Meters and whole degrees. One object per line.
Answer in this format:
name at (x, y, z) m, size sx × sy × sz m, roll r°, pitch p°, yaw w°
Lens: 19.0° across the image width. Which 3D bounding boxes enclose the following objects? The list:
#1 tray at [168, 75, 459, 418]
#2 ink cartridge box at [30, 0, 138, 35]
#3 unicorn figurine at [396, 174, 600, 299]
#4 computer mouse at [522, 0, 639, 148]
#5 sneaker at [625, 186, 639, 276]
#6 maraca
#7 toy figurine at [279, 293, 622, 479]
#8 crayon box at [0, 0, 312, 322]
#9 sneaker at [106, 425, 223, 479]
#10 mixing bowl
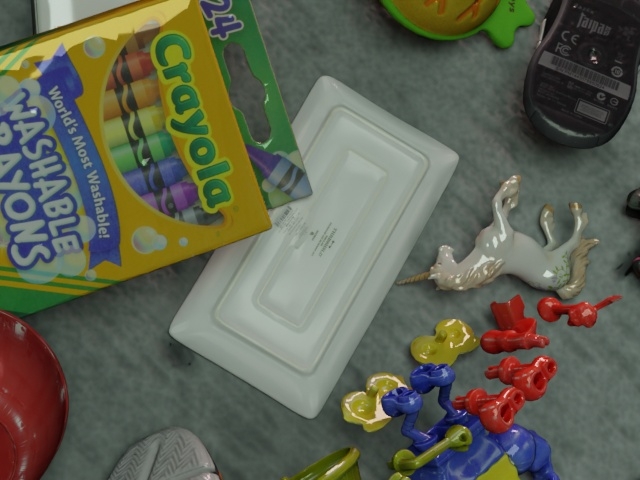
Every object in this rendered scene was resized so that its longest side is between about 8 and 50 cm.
tray at (0.000, 0.000, 1.613) m, size 0.145 × 0.030 × 0.270 m, roll 31°, pitch 73°, yaw -3°
ink cartridge box at (-0.181, -0.228, 1.604) m, size 0.127 × 0.072 × 0.175 m, roll -2°, pitch 78°, yaw -12°
unicorn figurine at (0.161, 0.006, 1.628) m, size 0.162 × 0.060 × 0.111 m, roll 19°, pitch 74°, yaw -7°
computer mouse at (0.278, -0.170, 1.696) m, size 0.184 × 0.060 × 0.262 m, roll 18°, pitch 63°, yaw -3°
sneaker at (0.311, 0.029, 1.660) m, size 0.077 × 0.072 × 0.178 m, roll -13°, pitch 72°, yaw -2°
maraca at (0.117, -0.232, 1.658) m, size 0.186 × 0.099 × 0.127 m, roll 12°, pitch 85°, yaw -34°
toy figurine at (0.119, 0.215, 1.499) m, size 0.362 × 0.191 × 0.217 m, roll -36°, pitch 108°, yaw -41°
crayon box at (-0.177, -0.071, 1.518) m, size 0.323 × 0.083 × 0.203 m, roll -20°, pitch 102°, yaw -10°
sneaker at (-0.080, 0.308, 1.487) m, size 0.125 × 0.180 × 0.321 m, roll -26°, pitch 49°, yaw 18°
mixing bowl at (-0.275, 0.146, 1.448) m, size 0.181 × 0.098 × 0.181 m, roll -4°, pitch 109°, yaw -13°
